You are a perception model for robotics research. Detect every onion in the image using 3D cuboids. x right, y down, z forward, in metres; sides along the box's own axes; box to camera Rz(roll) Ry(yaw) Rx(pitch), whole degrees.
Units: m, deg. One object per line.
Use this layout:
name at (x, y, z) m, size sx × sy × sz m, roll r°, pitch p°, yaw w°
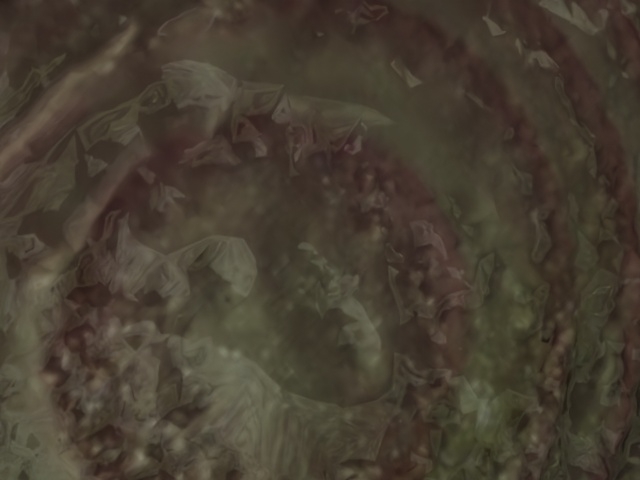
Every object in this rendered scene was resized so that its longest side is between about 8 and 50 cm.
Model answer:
onion at (0.000, 0.000, 0.392) m, size 0.247 × 0.111 × 0.250 m, roll -41°, pitch 106°, yaw -26°
